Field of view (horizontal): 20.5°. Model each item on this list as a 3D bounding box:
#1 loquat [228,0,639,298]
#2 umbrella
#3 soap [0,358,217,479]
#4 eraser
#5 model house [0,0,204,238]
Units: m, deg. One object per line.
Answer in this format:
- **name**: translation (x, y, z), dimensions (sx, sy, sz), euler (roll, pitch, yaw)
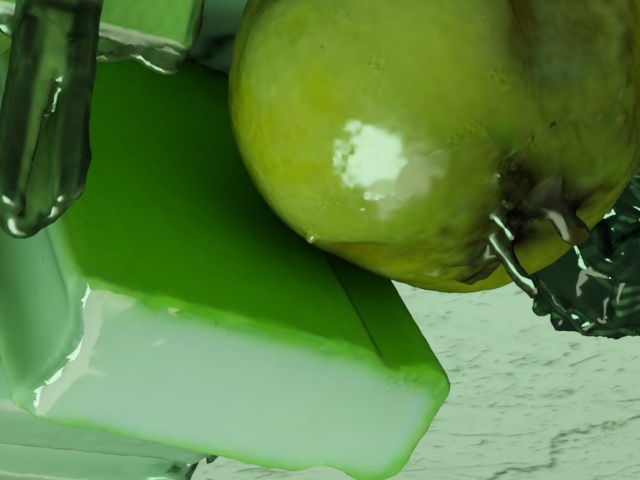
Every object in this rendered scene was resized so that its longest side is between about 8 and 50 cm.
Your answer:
- **loquat**: translation (0.061, -0.074, 0.848), dimensions (0.213, 0.213, 0.213), euler (-1, 155, -1)
- **umbrella**: translation (0.179, -0.057, 1.005), dimensions (0.154, 0.128, 0.336), euler (-18, 149, -2)
- **soap**: translation (-0.294, 0.068, 1.121), dimensions (0.435, 0.212, 0.350), euler (7, 150, -16)
- **eraser**: translation (-0.075, -0.005, 0.909), dimensions (0.210, 0.274, 0.092), euler (17, 116, -29)
- **model house**: translation (-0.137, -0.099, 0.699), dimensions (0.205, 0.278, 0.218), euler (9, 152, -18)
